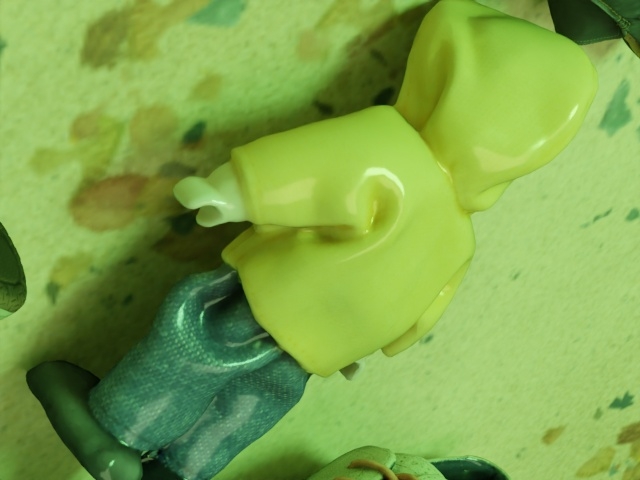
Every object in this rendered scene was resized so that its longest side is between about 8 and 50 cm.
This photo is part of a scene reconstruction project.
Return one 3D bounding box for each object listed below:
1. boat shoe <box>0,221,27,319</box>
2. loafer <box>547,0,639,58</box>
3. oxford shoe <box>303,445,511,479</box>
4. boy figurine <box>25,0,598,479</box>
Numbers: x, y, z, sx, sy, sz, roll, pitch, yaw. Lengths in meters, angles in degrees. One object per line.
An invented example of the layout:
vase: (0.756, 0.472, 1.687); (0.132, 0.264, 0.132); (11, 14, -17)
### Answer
boat shoe: (-0.188, -0.013, 0.565); (0.072, 0.068, 0.190); (-37, 134, 13)
loafer: (0.132, -0.116, 0.744); (0.170, 0.062, 0.061); (9, 125, -44)
oxford shoe: (-0.008, 0.166, 0.812); (0.146, 0.140, 0.397); (-59, 160, 9)
boy figurine: (0.000, 0.000, 0.713); (0.285, 0.092, 0.177); (-46, 142, 3)
